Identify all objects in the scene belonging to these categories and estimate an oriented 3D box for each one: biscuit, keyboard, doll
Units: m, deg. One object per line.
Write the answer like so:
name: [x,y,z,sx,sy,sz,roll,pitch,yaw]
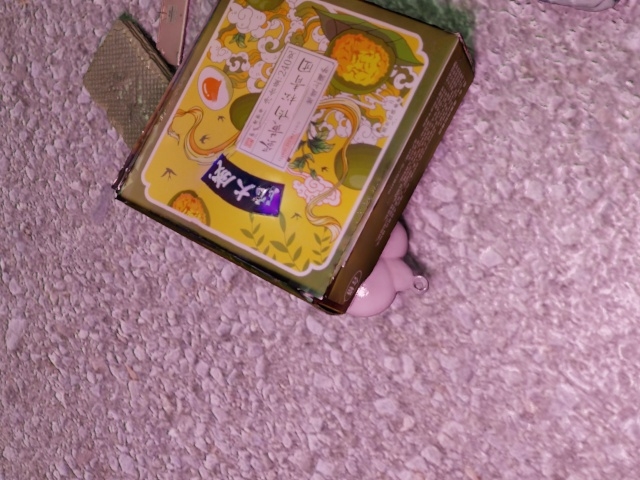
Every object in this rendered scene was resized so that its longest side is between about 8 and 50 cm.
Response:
biscuit: [-0.304,-0.238,1.494,0.150,0.052,0.252,-48,69,28]
keyboard: [-0.247,-0.381,1.487,0.055,0.017,0.165,14,102,20]
doll: [0.000,0.000,1.347,0.365,0.094,0.160,26,77,20]

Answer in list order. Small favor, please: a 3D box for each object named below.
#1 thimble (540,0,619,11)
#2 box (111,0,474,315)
thimble: [0.328,-0.415,1.087,0.172,0.205,0.250,23,100,22]
box: [-0.039,-0.157,1.270,0.373,0.138,0.420,27,87,22]
